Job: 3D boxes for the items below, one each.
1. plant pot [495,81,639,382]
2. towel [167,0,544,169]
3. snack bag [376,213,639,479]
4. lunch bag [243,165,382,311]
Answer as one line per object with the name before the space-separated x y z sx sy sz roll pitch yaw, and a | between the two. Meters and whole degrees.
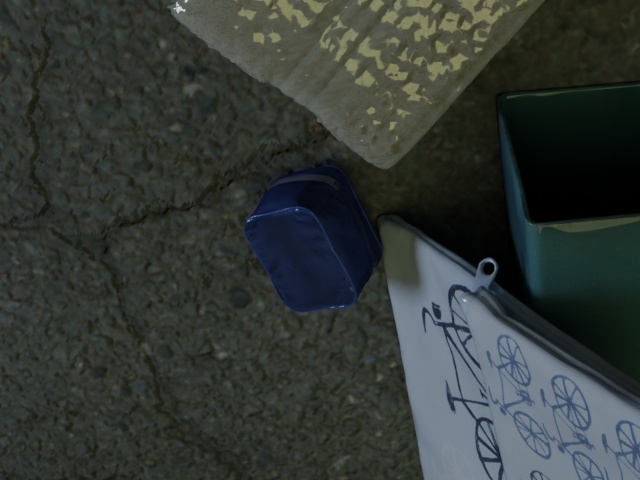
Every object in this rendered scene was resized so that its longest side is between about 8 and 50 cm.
plant pot | 0.211 0.036 0.714 0.165 0.166 0.234 -5 123 5
towel | 0.055 -0.193 0.651 0.187 0.049 0.282 35 117 -15
snack bag | 0.129 0.163 0.702 0.037 0.342 0.323 -21 118 -16
lunch bag | 0.000 0.000 0.753 0.067 0.065 0.098 -8 121 33
